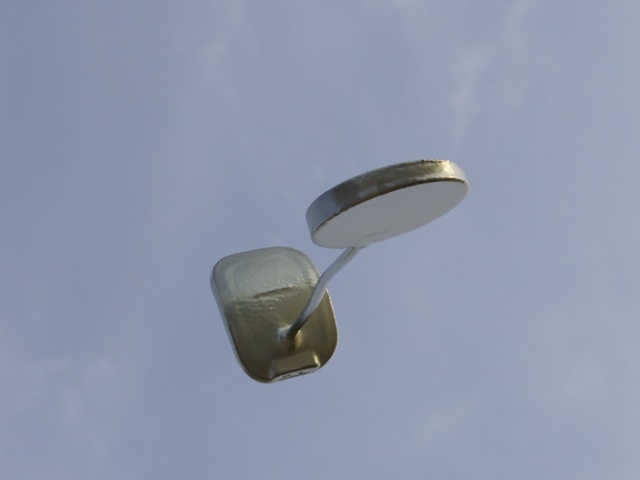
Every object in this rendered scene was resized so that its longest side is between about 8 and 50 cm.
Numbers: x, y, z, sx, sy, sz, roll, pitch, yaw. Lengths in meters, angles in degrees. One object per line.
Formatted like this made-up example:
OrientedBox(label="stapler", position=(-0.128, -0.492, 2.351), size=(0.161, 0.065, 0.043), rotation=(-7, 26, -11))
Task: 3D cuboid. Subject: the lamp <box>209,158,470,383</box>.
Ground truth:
OrientedBox(label="lamp", position=(0.000, 0.000, 0.546), size=(0.050, 0.056, 0.198), rotation=(-11, -16, -17))
